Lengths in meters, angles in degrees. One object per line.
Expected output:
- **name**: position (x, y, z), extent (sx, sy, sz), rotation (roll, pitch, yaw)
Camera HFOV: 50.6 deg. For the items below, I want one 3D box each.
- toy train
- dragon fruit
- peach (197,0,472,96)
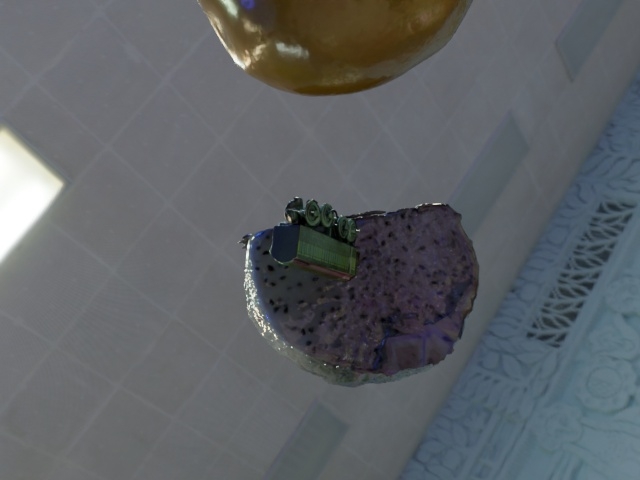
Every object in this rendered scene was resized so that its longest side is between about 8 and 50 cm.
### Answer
- **toy train**: position (0.000, 0.000, 0.691), extent (0.148, 0.038, 0.070), rotation (23, -100, -61)
- **dragon fruit**: position (0.045, 0.086, 0.873), extent (0.283, 0.221, 0.203), rotation (-7, -105, -13)
- **peach**: position (0.013, -0.235, 0.559), extent (0.251, 0.251, 0.153), rotation (-48, -23, -22)
